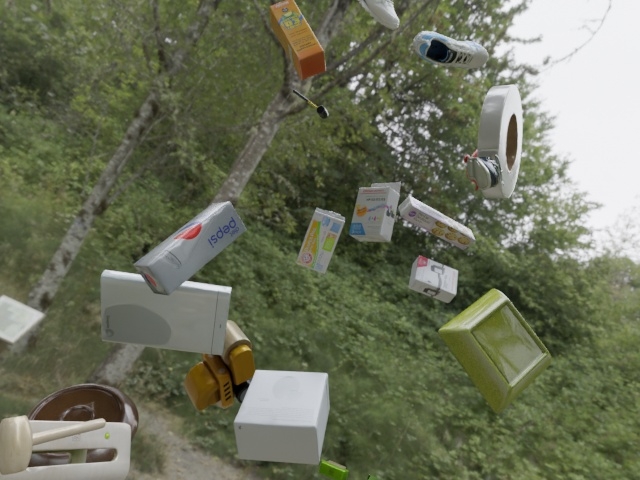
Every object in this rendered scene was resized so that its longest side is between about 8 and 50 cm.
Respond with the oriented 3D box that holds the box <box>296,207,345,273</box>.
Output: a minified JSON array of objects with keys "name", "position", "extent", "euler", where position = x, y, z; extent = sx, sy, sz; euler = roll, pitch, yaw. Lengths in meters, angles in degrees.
[{"name":"box","position":[0.000,0.000,1.738],"extent":[0.114,0.203,0.103],"euler":[20,11,-1]}]

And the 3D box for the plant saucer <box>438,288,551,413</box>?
[{"name":"plant saucer","position":[0.356,0.205,0.962],"extent":[0.188,0.188,0.045],"euler":[55,-30,11]}]

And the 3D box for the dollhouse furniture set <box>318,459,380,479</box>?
[{"name":"dollhouse furniture set","position":[0.045,0.872,1.541],"extent":[0.197,0.301,0.151],"euler":[17,-16,15]}]

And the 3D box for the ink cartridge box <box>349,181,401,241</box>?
[{"name":"ink cartridge box","position":[0.154,-0.090,1.376],"extent":[0.104,0.181,0.061],"euler":[2,-19,37]}]

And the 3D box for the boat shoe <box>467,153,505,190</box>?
[{"name":"boat shoe","position":[0.486,-0.201,1.433],"extent":[0.079,0.095,0.254],"euler":[-5,10,7]}]

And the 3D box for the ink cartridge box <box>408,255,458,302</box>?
[{"name":"ink cartridge box","position":[0.386,0.132,1.670],"extent":[0.150,0.109,0.063],"euler":[21,-39,-3]}]

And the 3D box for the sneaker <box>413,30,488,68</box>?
[{"name":"sneaker","position":[0.366,-0.515,1.363],"extent":[0.237,0.086,0.085],"euler":[4,-39,-21]}]

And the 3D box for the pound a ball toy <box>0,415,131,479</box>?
[{"name":"pound a ball toy","position":[-0.452,0.376,0.825],"extent":[0.208,0.136,0.319],"euler":[-13,-24,19]}]

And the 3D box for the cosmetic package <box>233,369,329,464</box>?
[{"name":"cosmetic package","position":[-0.100,0.494,1.390],"extent":[0.224,0.138,0.225],"euler":[0,21,9]}]

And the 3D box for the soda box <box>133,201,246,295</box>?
[{"name":"soda box","position":[-0.333,0.015,1.280],"extent":[0.091,0.286,0.098],"euler":[0,-55,48]}]

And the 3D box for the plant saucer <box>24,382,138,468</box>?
[{"name":"plant saucer","position":[-0.654,0.493,1.321],"extent":[0.310,0.310,0.050],"euler":[21,-59,20]}]

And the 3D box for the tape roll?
[{"name":"tape roll","position":[0.628,-0.338,1.705],"extent":[0.072,0.392,0.392],"euler":[6,-25,31]}]

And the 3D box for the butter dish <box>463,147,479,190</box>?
[{"name":"butter dish","position":[0.634,-0.310,1.977],"extent":[0.118,0.160,0.160],"euler":[30,-31,26]}]

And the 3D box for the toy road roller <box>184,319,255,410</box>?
[{"name":"toy road roller","position":[-0.382,0.485,1.831],"extent":[0.202,0.240,0.329],"euler":[37,-43,44]}]

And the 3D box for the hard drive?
[{"name":"hard drive","position":[-0.449,0.215,1.426],"extent":[0.353,0.233,0.047],"euler":[9,28,-7]}]

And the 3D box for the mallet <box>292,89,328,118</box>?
[{"name":"mallet","position":[-0.041,-0.568,2.042],"extent":[0.189,0.039,0.062],"euler":[42,5,26]}]

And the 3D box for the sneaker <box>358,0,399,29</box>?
[{"name":"sneaker","position":[0.166,-0.718,1.442],"extent":[0.090,0.095,0.235],"euler":[-2,55,-57]}]

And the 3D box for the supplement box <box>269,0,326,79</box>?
[{"name":"supplement box","position":[-0.065,-0.551,1.340],"extent":[0.080,0.078,0.233],"euler":[78,-13,-62]}]

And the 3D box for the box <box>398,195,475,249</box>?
[{"name":"box","position":[0.431,-0.061,1.807],"extent":[0.324,0.063,0.067],"euler":[25,-54,-26]}]

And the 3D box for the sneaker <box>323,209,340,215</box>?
[{"name":"sneaker","position":[0.036,-0.070,1.879],"extent":[0.068,0.071,0.170],"euler":[14,-11,2]}]
